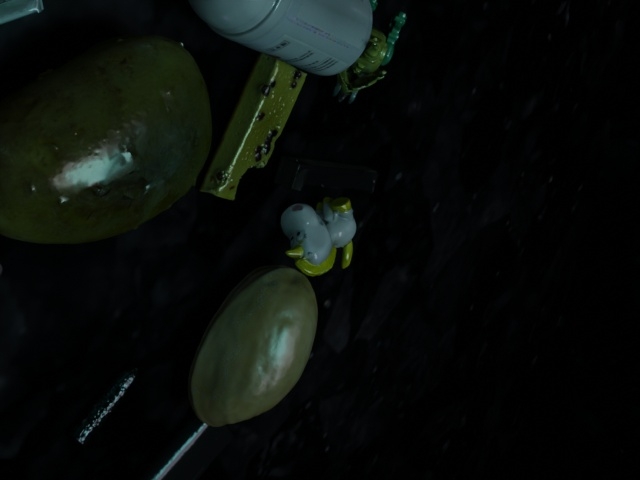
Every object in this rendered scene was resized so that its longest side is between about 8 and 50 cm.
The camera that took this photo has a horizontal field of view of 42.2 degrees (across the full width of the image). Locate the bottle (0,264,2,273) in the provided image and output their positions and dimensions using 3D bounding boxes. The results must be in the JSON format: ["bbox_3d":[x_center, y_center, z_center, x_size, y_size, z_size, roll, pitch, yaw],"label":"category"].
[{"bbox_3d":[-0.388,0.005,0.739,0.120,0.253,0.120,-34,139,-37],"label":"bottle"}]

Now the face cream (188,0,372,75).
[{"bbox_3d":[-0.081,-0.319,1.050,0.369,0.145,0.145,6,108,-58],"label":"face cream"}]

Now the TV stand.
[{"bbox_3d":[0.017,-0.111,1.454,0.256,0.040,0.049,-1,114,-56],"label":"TV stand"}]

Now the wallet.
[{"bbox_3d":[-0.246,0.401,1.453,0.250,0.044,0.149,-49,150,-23],"label":"wallet"}]

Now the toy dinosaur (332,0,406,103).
[{"bbox_3d":[0.075,-0.301,1.279,0.259,0.094,0.153,176,-64,-83],"label":"toy dinosaur"}]

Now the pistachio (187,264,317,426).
[{"bbox_3d":[-0.110,0.177,1.374,0.181,0.162,0.293,30,88,-25],"label":"pistachio"}]

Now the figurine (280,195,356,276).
[{"bbox_3d":[-0.004,-0.007,1.421,0.178,0.109,0.130,-15,80,-54],"label":"figurine"}]

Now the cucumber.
[{"bbox_3d":[-0.319,0.243,1.236,0.133,0.032,0.032,-53,147,-18],"label":"cucumber"}]

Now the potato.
[{"bbox_3d":[-0.251,-0.109,0.936,0.307,0.173,0.210,-35,141,-35],"label":"potato"}]

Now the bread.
[{"bbox_3d":[-0.099,-0.163,1.235,0.088,0.049,0.226,15,101,-58],"label":"bread"}]

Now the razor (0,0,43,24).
[{"bbox_3d":[-0.388,-0.193,0.796,0.278,0.056,0.111,-43,146,-41],"label":"razor"}]
